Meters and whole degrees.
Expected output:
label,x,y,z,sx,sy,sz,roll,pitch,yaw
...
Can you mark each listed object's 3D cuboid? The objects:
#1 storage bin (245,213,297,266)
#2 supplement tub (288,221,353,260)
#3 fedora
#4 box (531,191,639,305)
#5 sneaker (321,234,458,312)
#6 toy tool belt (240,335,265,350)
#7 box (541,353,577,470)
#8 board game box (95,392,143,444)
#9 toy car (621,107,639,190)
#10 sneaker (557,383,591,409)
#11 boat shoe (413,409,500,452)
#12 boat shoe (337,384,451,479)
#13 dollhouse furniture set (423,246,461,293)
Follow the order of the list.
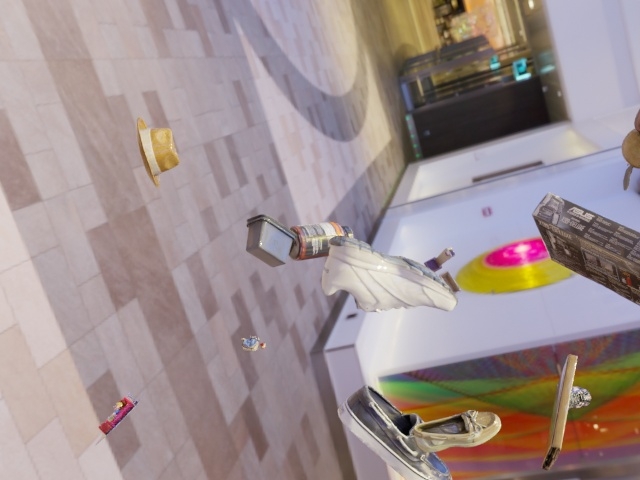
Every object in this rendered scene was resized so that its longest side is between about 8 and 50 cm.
label,x,y,z,sx,sy,sz,roll,pitch,yaw
storage bin,-0.142,0.008,1.691,0.135,0.098,0.091,36,51,-38
supplement tub,0.000,0.000,1.924,0.197,0.106,0.106,-6,80,-31
fedora,-0.393,-0.222,1.569,0.194,0.079,0.195,165,-90,-85
box,0.669,0.031,1.511,0.307,0.077,0.242,35,-8,42
sneaker,0.137,0.090,1.300,0.111,0.296,0.129,-115,-134,-77
toy tool belt,-0.243,0.368,2.300,0.052,0.083,0.051,-79,161,-55
box,0.498,0.361,1.335,0.164,0.021,0.201,73,35,-55
board game box,-0.478,0.406,1.492,0.033,0.133,0.168,46,-9,-4
toy car,0.663,-0.182,1.264,0.155,0.148,0.188,-57,172,-36
sneaker,0.681,0.417,1.711,0.178,0.077,0.072,6,79,-61
boat shoe,0.240,0.329,1.124,0.056,0.152,0.048,-93,167,-56
boat shoe,0.178,0.411,1.335,0.301,0.102,0.108,41,16,-8
dollhouse furniture set,0.344,0.072,1.641,0.114,0.090,0.081,59,-29,14
